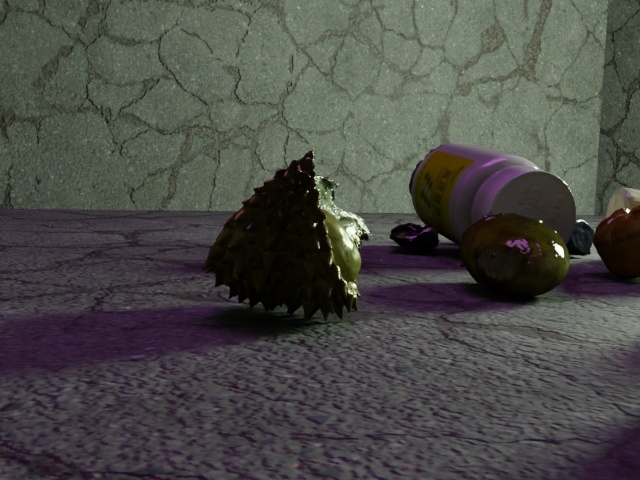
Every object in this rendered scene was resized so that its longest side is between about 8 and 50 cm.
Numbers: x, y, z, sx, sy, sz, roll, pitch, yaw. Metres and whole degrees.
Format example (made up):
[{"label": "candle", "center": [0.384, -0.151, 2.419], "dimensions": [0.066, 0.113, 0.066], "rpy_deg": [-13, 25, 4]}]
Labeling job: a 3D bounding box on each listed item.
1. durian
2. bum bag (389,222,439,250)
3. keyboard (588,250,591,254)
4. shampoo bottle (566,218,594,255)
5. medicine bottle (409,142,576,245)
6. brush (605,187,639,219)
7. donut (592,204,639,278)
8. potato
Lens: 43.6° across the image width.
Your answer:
[{"label": "durian", "center": [-0.026, 0.003, 0.904], "dimensions": [0.172, 0.166, 0.306], "rpy_deg": [6, -4, 21]}, {"label": "bum bag", "center": [0.204, -0.009, 1.746], "dimensions": [0.106, 0.060, 0.232], "rpy_deg": [11, 1, 4]}, {"label": "keyboard", "center": [0.530, -0.005, 1.854], "dimensions": [0.013, 0.061, 0.204], "rpy_deg": [-28, 22, -33]}, {"label": "shampoo bottle", "center": [0.455, -0.018, 1.836], "dimensions": [0.134, 0.078, 0.359], "rpy_deg": [29, -13, -36]}, {"label": "medicine bottle", "center": [0.344, -0.079, 1.645], "dimensions": [0.213, 0.213, 0.378], "rpy_deg": [1, 12, -15]}, {"label": "brush", "center": [0.657, -0.025, 1.603], "dimensions": [0.166, 0.174, 0.266], "rpy_deg": [-7, -4, 4]}, {"label": "donut", "center": [0.579, -0.018, 1.364], "dimensions": [0.226, 0.114, 0.226], "rpy_deg": [-23, -2, -1]}, {"label": "potato", "center": [0.277, 0.018, 1.156], "dimensions": [0.149, 0.113, 0.251], "rpy_deg": [6, 4, 4]}]
